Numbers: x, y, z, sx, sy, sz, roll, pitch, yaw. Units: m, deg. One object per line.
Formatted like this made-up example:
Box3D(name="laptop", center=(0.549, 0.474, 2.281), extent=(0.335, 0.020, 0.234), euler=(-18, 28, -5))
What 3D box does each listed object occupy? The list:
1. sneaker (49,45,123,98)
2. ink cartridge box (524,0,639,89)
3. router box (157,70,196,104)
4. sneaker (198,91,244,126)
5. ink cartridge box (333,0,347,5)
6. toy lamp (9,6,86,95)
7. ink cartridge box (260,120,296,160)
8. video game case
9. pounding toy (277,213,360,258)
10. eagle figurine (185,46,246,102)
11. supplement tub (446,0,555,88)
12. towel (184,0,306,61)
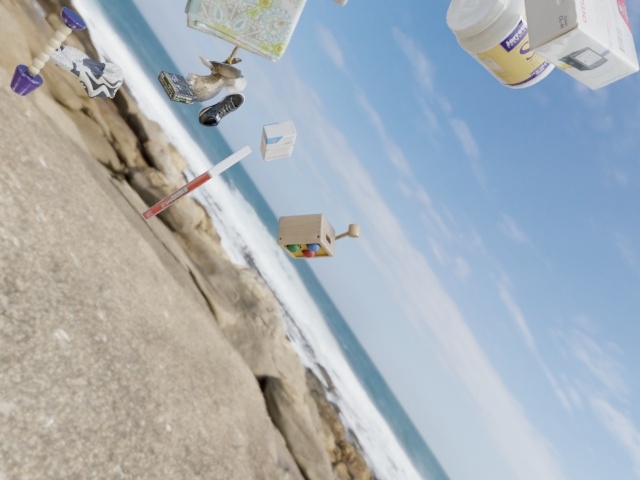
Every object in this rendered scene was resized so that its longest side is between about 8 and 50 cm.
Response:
Box3D(name="sneaker", center=(-0.787, -0.542, 1.799), extent=(0.153, 0.235, 0.094), euler=(132, -39, -50))
Box3D(name="ink cartridge box", center=(0.655, -0.546, 1.360), extent=(0.131, 0.306, 0.226), euler=(-20, -116, 51))
Box3D(name="router box", center=(-0.508, -0.539, 1.911), extent=(0.092, 0.038, 0.122), euler=(0, 50, -52))
Box3D(name="sneaker", center=(-0.418, -0.546, 2.305), extent=(0.121, 0.217, 0.079), euler=(-104, 168, -49))
Box3D(name="ink cartridge box", center=(0.151, -0.804, 1.336), extent=(0.071, 0.330, 0.324), euler=(31, -23, -3))
Box3D(name="toy lamp", center=(-0.762, -0.515, 1.498), extent=(0.080, 0.275, 0.080), euler=(43, 17, -16))
Box3D(name="ink cartridge box", center=(-0.125, -0.289, 1.574), extent=(0.122, 0.089, 0.052), euler=(115, -41, -65))
Box3D(name="video game case", center=(-0.336, -0.157, 1.468), extent=(0.025, 0.285, 0.204), euler=(57, 34, -12))
Box3D(name="pounding toy", center=(0.008, 0.003, 1.512), extent=(0.181, 0.206, 0.094), euler=(50, 40, -62))
Box3D(name="eagle figurine", center=(-0.451, -0.731, 2.381), extent=(0.298, 0.225, 0.226), euler=(-84, -177, -53))
Box3D(name="supplement tub", center=(0.579, -0.658, 1.698), extent=(0.331, 0.241, 0.241), euler=(24, 18, -35))
Box3D(name="towel", center=(-0.200, -0.759, 1.609), extent=(0.321, 0.374, 0.090), euler=(17, 25, -23))
